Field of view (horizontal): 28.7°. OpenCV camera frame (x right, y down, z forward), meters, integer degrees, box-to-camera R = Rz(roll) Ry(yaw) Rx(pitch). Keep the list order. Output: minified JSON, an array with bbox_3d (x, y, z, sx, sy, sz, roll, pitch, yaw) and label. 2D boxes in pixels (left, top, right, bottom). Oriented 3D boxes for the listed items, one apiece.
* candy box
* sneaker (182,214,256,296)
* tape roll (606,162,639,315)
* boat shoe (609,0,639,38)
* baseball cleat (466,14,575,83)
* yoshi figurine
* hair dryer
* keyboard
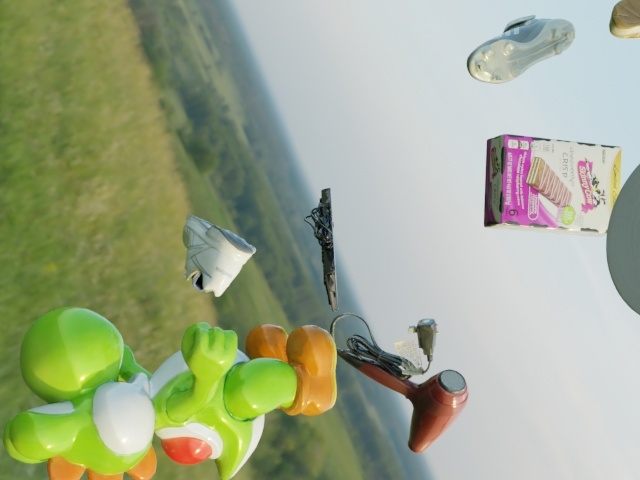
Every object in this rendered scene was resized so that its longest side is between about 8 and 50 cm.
[{"bbox_3d":[0.405,-0.093,2.171,0.071,0.233,0.159,170,-77,-70],"label":"candy box"},{"bbox_3d":[-0.229,0.030,2.461,0.111,0.129,0.297,30,-3,-18],"label":"sneaker"},{"bbox_3d":[0.421,-0.006,1.366,0.072,0.219,0.219,19,34,-36],"label":"tape roll"},{"bbox_3d":[0.481,-0.317,1.739,0.059,0.170,0.063,99,-18,-75],"label":"boat shoe"},{"bbox_3d":[0.294,-0.296,1.936,0.109,0.206,0.072,29,-47,55],"label":"baseball cleat"},{"bbox_3d":[-0.175,0.138,1.375,0.203,0.362,0.203,52,-42,39],"label":"yoshi figurine"},{"bbox_3d":[0.153,0.246,2.178,0.080,0.224,0.293,-40,119,-43],"label":"hair dryer"},{"bbox_3d":[0.000,0.000,1.613,0.192,0.038,0.100,-94,179,-55],"label":"keyboard"}]
